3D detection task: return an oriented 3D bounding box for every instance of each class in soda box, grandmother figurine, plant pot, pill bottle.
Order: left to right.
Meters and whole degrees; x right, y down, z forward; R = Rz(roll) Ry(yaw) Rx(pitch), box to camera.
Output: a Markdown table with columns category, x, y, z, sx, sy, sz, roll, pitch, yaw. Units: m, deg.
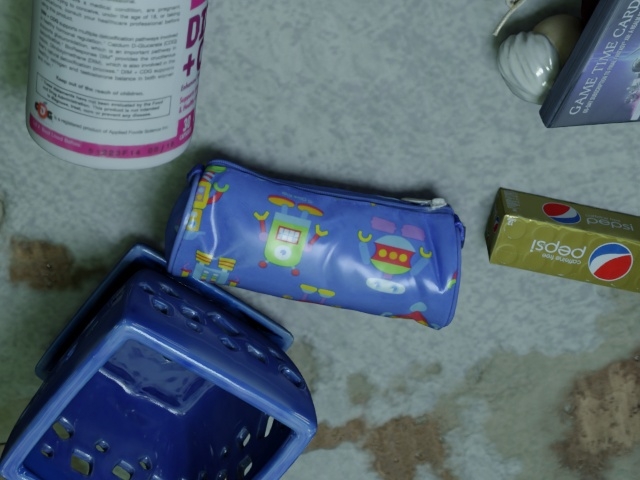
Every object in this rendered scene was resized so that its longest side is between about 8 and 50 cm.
| category | x | y | z | sx | sy | sz | roll | pitch | yaw |
| --- | --- | --- | --- | --- | --- | --- | --- | --- | --- |
| pill bottle | -0.182 | -0.221 | 1.702 | 0.160 | 0.160 | 0.283 | 6 | 120 | -5 |
| plant pot | -0.161 | 0.155 | 1.894 | 0.236 | 0.212 | 0.236 | 32 | 114 | -18 |
| soda box | 0.262 | 0.002 | 1.899 | 0.181 | 0.058 | 0.061 | 12 | 120 | -7 |
| grandmother figurine | 0.323 | -0.228 | 1.745 | 0.342 | 0.104 | 0.208 | -28 | 131 | 17 |

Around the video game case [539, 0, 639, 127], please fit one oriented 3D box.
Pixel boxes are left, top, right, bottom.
| category | x | y | z | sx | sy | sz | roll | pitch | yaw |
| --- | --- | --- | --- | --- | --- | --- | --- | --- | --- |
| video game case | 0.357 | -0.181 | 1.720 | 0.274 | 0.026 | 0.196 | -4 | 145 | -22 |

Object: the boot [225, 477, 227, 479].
| category | x | y | z | sx | sy | sz | roll | pitch | yaw |
| --- | --- | --- | --- | --- | --- | --- | --- | --- | --- |
| boot | -0.109 | 0.298 | 2.073 | 0.085 | 0.059 | 0.158 | -31 | 108 | 20 |

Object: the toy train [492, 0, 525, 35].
| category | x | y | z | sx | sy | sz | roll | pitch | yaw |
| --- | --- | --- | --- | --- | --- | --- | --- | --- | --- |
| toy train | 0.181 | -0.317 | 1.692 | 0.143 | 0.105 | 0.248 | 37 | 114 | -9 |

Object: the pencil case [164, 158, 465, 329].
| category | x | y | z | sx | sy | sz | roll | pitch | yaw |
| --- | --- | --- | --- | --- | --- | --- | --- | --- | --- |
| pencil case | 0.000 | 0.000 | 1.858 | 0.306 | 0.119 | 0.133 | 11 | 101 | -7 |
